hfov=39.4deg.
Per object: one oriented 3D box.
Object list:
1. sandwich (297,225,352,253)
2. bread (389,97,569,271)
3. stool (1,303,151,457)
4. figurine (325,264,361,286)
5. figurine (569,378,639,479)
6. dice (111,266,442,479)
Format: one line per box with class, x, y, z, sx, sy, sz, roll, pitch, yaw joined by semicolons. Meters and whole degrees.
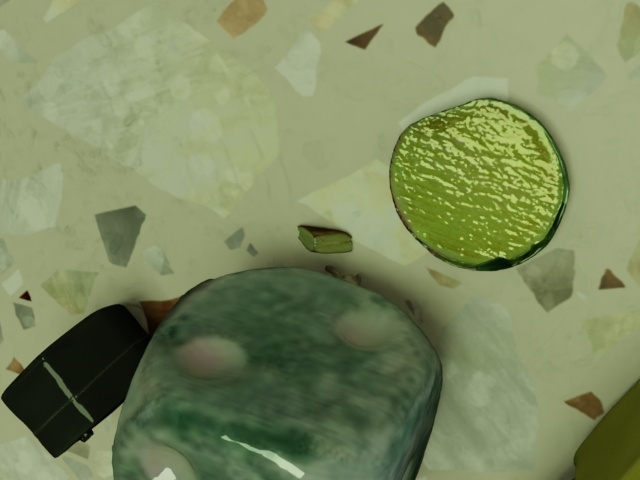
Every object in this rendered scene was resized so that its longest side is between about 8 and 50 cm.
sandwich;0.000;0.000;1.227;0.083;0.044;0.031;8;106;19
bread;0.198;-0.070;1.120;0.228;0.033;0.228;9;113;22
stool;-0.351;0.209;1.359;0.141;0.232;0.232;48;119;0
figurine;0.026;0.076;1.245;0.050;0.047;0.083;26;125;30
figurine;0.455;0.380;1.039;0.377;0.266;0.361;38;124;8
dice;-0.053;0.253;1.148;0.348;0.330;0.328;19;126;17
